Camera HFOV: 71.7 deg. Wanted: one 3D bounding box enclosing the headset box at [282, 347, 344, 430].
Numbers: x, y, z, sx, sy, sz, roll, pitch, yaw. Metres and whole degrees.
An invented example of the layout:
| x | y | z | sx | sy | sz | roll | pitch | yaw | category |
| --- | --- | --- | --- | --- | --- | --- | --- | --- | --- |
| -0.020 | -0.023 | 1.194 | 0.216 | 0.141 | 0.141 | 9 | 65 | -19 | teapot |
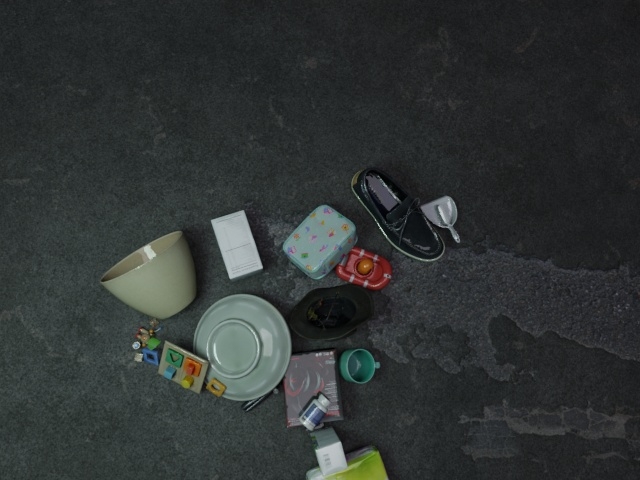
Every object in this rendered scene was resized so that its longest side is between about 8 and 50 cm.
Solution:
| x | y | z | sx | sy | sz | roll | pitch | yaw | category |
| --- | --- | --- | --- | --- | --- | --- | --- | --- | --- |
| -0.034 | 0.574 | 1.705 | 0.218 | 0.110 | 0.293 | -5 | 81 | -6 | headset box |

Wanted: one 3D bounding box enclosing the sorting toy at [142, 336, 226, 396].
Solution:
| x | y | z | sx | sy | sz | roll | pitch | yaw | category |
| --- | --- | --- | --- | --- | --- | --- | --- | --- | --- |
| -0.509 | 0.475 | 1.621 | 0.348 | 0.047 | 0.196 | 24 | 121 | 6 | sorting toy |

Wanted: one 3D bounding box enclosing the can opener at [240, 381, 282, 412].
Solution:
| x | y | z | sx | sy | sz | roll | pitch | yaw | category |
| --- | --- | --- | --- | --- | --- | --- | --- | --- | --- |
| -0.227 | 0.598 | 1.717 | 0.186 | 0.073 | 0.059 | -43 | 126 | -8 | can opener |

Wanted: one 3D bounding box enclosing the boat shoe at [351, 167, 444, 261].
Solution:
| x | y | z | sx | sy | sz | roll | pitch | yaw | category |
| --- | --- | --- | --- | --- | --- | --- | --- | --- | --- |
| 0.326 | -0.108 | 1.839 | 0.187 | 0.156 | 0.500 | -41 | 88 | -13 | boat shoe |

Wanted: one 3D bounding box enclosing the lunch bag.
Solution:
| x | y | z | sx | sy | sz | roll | pitch | yaw | category |
| --- | --- | --- | --- | --- | --- | --- | --- | --- | --- |
| 0.000 | 0.000 | 1.784 | 0.224 | 0.108 | 0.279 | 36 | 74 | 30 | lunch bag |

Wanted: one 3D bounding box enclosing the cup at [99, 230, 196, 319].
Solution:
| x | y | z | sx | sy | sz | roll | pitch | yaw | category |
| --- | --- | --- | --- | --- | --- | --- | --- | --- | --- |
| -0.597 | 0.150 | 1.644 | 0.331 | 0.331 | 0.236 | -31 | 109 | -10 | cup |

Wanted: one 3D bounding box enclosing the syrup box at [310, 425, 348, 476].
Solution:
| x | y | z | sx | sy | sz | roll | pitch | yaw | category |
| --- | --- | --- | --- | --- | --- | --- | --- | --- | --- |
| 0.027 | 0.762 | 1.614 | 0.096 | 0.237 | 0.093 | -15 | 82 | -9 | syrup box |

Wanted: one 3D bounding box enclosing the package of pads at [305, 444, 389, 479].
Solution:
| x | y | z | sx | sy | sz | roll | pitch | yaw | category |
| --- | --- | --- | --- | --- | --- | --- | --- | --- | --- |
| 0.114 | 0.930 | 1.663 | 0.297 | 0.101 | 0.229 | -19 | 83 | -9 | package of pads |

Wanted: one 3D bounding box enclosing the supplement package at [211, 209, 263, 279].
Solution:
| x | y | z | sx | sy | sz | roll | pitch | yaw | category |
| --- | --- | --- | --- | --- | --- | --- | --- | --- | --- |
| -0.327 | 0.026 | 1.758 | 0.139 | 0.134 | 0.244 | -18 | 82 | -9 | supplement package |

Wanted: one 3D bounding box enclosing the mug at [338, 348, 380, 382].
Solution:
| x | y | z | sx | sy | sz | roll | pitch | yaw | category |
| --- | --- | --- | --- | --- | --- | --- | --- | --- | --- |
| 0.143 | 0.497 | 1.737 | 0.158 | 0.097 | 0.129 | 40 | 62 | -16 | mug |

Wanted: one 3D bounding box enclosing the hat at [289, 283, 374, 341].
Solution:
| x | y | z | sx | sy | sz | roll | pitch | yaw | category |
| --- | --- | --- | --- | --- | --- | --- | --- | --- | --- |
| 0.054 | 0.312 | 1.720 | 0.332 | 0.331 | 0.133 | -21 | 120 | -9 | hat |

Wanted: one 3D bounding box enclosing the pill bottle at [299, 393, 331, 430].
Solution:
| x | y | z | sx | sy | sz | roll | pitch | yaw | category |
| --- | --- | --- | --- | --- | --- | --- | --- | --- | --- |
| -0.016 | 0.620 | 1.607 | 0.067 | 0.067 | 0.120 | 41 | 80 | 2 | pill bottle |

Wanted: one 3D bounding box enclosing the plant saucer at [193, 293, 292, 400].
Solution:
| x | y | z | sx | sy | sz | roll | pitch | yaw | category |
| --- | --- | --- | --- | --- | --- | --- | --- | --- | --- |
| -0.310 | 0.400 | 1.655 | 0.401 | 0.100 | 0.400 | -2 | 83 | 13 | plant saucer |

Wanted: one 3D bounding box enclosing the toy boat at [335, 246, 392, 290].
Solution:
| x | y | z | sx | sy | sz | roll | pitch | yaw | category |
| --- | --- | --- | --- | --- | --- | --- | --- | --- | --- |
| 0.180 | 0.109 | 1.786 | 0.231 | 0.151 | 0.150 | 21 | 79 | -2 | toy boat |

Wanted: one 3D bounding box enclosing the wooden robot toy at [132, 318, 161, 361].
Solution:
| x | y | z | sx | sy | sz | roll | pitch | yaw | category |
| --- | --- | --- | --- | --- | --- | --- | --- | --- | --- |
| -0.676 | 0.376 | 1.691 | 0.076 | 0.079 | 0.173 | 24 | 78 | -1 | wooden robot toy |

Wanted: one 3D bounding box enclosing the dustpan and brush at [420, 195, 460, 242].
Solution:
| x | y | z | sx | sy | sz | roll | pitch | yaw | category |
| --- | --- | --- | --- | --- | --- | --- | --- | --- | --- |
| 0.539 | -0.083 | 1.901 | 0.147 | 0.060 | 0.211 | -22 | 83 | -9 | dustpan and brush |
